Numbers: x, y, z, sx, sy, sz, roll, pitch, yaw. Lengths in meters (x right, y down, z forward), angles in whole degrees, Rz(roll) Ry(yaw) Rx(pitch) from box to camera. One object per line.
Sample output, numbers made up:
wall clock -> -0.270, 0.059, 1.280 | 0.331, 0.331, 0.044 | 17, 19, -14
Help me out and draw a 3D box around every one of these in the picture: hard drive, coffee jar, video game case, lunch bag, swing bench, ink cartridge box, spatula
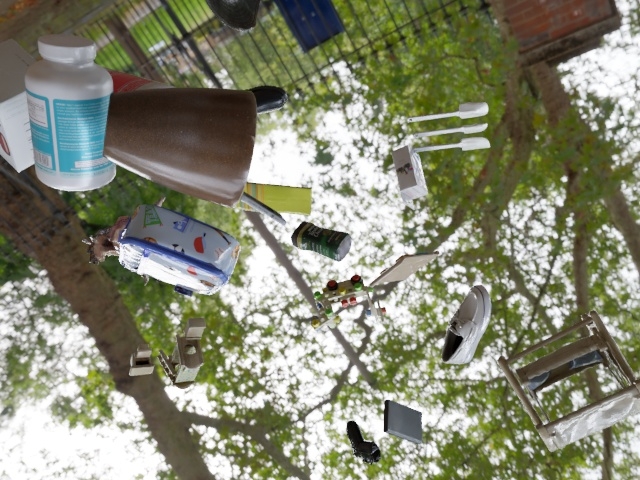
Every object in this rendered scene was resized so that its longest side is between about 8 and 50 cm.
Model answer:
hard drive -> 0.240, 0.525, 1.564 | 0.022, 0.135, 0.094 | -36, -144, 43
coffee jar -> 0.000, 0.000, 1.719 | 0.185, 0.079, 0.096 | 16, -133, 27
video game case -> -0.169, -0.095, 1.562 | 0.019, 0.143, 0.157 | -57, -166, 3
lunch bag -> -0.312, 0.029, 1.149 | 0.303, 0.243, 0.114 | -31, -139, 64
swing bench -> 0.598, 0.338, 1.283 | 0.253, 0.254, 0.165 | -31, 161, 11
ink cartridge box -> 0.290, -0.200, 1.731 | 0.062, 0.104, 0.181 | -19, -110, 27
spatula -> 0.399, -0.347, 1.687 | 0.242, 0.168, 0.019 | -2, -133, 19

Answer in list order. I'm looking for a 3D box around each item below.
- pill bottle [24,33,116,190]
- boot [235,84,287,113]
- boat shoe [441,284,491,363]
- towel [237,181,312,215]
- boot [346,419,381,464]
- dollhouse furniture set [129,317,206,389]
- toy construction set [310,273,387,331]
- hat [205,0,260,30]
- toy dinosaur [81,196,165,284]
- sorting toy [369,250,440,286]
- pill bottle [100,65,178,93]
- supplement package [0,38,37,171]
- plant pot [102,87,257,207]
pill bottle -> -0.460, -0.236, 1.005 | 0.146, 0.263, 0.146 | 8, -149, -5
boot -> -0.235, -0.398, 1.754 | 0.247, 0.094, 0.207 | -1, -122, 5
boat shoe -> 0.422, 0.253, 1.603 | 0.088, 0.267, 0.096 | -1, -149, -25
towel -> -0.145, -0.131, 1.682 | 0.238, 0.102, 0.021 | 5, -145, 4
boot -> 0.126, 0.591, 1.584 | 0.045, 0.121, 0.099 | -12, 179, -34
dollhouse furniture set -> -0.381, 0.290, 1.354 | 0.181, 0.161, 0.101 | -61, -141, 40
toy construction set -> 0.109, 0.262, 2.219 | 0.328, 0.151, 0.215 | -4, -132, -9
hat -> -0.131, -0.545, 0.935 | 0.134, 0.331, 0.331 | -9, -148, 20
toy dinosaur -> -0.518, -0.009, 1.435 | 0.295, 0.200, 0.127 | -50, -155, 39
sorting toy -> 0.288, 0.092, 1.876 | 0.208, 0.038, 0.193 | -10, 156, -40
pill bottle -> -0.537, -0.320, 1.387 | 0.408, 0.229, 0.229 | 20, -128, 26
supplement package -> -0.683, -0.294, 1.212 | 0.134, 0.139, 0.244 | -44, 172, -32
plant pot -> -0.253, -0.180, 0.949 | 0.215, 0.231, 0.215 | -172, -90, -68
